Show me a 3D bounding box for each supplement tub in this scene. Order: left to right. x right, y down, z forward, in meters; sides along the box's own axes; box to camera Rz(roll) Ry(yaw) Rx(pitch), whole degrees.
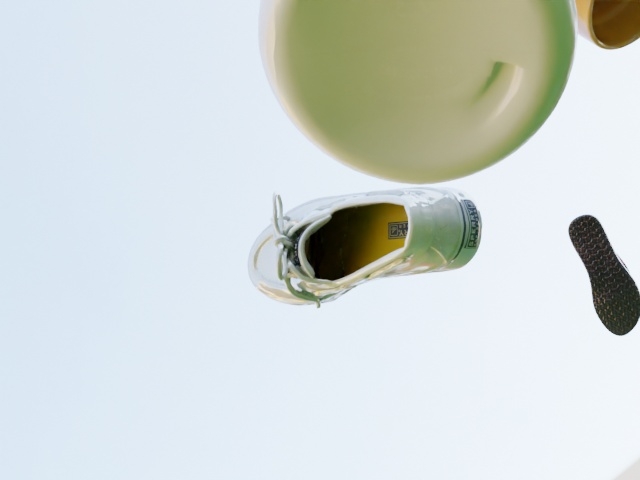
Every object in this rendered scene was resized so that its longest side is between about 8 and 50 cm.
[{"bbox_3d":[0.089,-0.225,1.006,0.241,0.331,0.241,4,-57,7],"label":"supplement tub"}]

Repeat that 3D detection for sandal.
[{"bbox_3d":[0.405,0.047,1.688,0.067,0.179,0.040,-25,-14,22],"label":"sandal"}]

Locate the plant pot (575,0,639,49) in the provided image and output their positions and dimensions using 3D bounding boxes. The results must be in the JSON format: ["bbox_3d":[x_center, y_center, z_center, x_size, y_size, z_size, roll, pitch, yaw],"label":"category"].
[{"bbox_3d":[0.330,-0.368,1.473,0.205,0.188,0.205,-30,-37,-27],"label":"plant pot"}]

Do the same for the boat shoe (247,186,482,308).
[{"bbox_3d":[0.001,0.009,1.386,0.156,0.367,0.135,2,-97,-41],"label":"boat shoe"}]
